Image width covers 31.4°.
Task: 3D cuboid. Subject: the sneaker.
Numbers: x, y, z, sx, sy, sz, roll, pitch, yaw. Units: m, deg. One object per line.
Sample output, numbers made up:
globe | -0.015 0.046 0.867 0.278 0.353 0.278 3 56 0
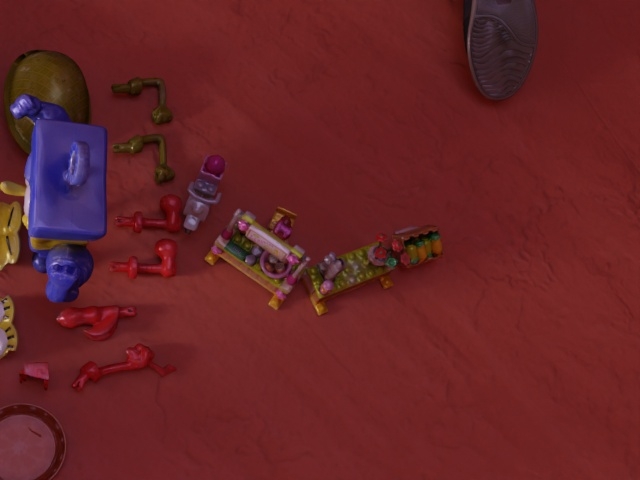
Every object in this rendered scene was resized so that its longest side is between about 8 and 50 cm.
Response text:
sneaker | 0.207 -0.279 1.355 0.083 0.118 0.222 -2 98 0

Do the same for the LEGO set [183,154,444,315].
LEGO set | 0.000 0.000 1.164 0.287 0.107 0.132 14 66 -10

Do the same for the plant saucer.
plant saucer | -0.279 0.193 1.059 0.083 0.013 0.083 6 67 -14

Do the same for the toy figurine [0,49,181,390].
toy figurine | -0.211 -0.059 1.066 0.191 0.217 0.362 4 69 -15
